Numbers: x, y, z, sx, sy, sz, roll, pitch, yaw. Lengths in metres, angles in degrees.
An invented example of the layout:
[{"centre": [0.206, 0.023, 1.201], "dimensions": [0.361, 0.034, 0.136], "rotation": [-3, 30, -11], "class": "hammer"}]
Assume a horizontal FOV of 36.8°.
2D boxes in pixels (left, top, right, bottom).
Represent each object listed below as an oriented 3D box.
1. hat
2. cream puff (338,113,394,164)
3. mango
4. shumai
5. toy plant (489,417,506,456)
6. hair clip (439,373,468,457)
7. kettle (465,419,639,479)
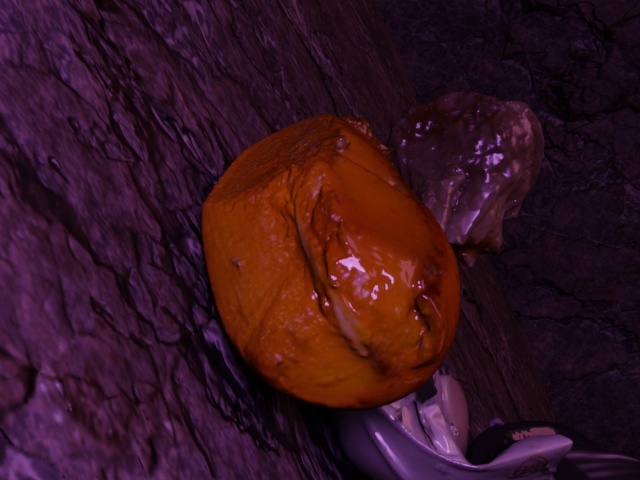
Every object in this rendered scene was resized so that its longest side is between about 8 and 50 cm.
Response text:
[{"centre": [0.102, 0.198, 0.949], "dimensions": [0.258, 0.168, 0.301], "rotation": [52, -17, 43], "class": "hat"}, {"centre": [0.042, -0.108, 1.266], "dimensions": [0.094, 0.122, 0.116], "rotation": [-14, 39, -42], "class": "cream puff"}, {"centre": [0.000, 0.000, 0.819], "dimensions": [0.350, 0.201, 0.199], "rotation": [-107, -164, -60], "class": "mango"}, {"centre": [0.226, -0.093, 1.624], "dimensions": [0.267, 0.314, 0.262], "rotation": [45, 36, -16], "class": "shumai"}, {"centre": [0.327, 0.392, 1.480], "dimensions": [0.232, 0.113, 0.243], "rotation": [50, 15, -52], "class": "toy plant"}, {"centre": [0.155, 0.203, 1.269], "dimensions": [0.159, 0.071, 0.218], "rotation": [53, 23, -50], "class": "hair clip"}, {"centre": [0.300, 0.328, 1.101], "dimensions": [0.271, 0.251, 0.207], "rotation": [1, 89, -37], "class": "kettle"}]
